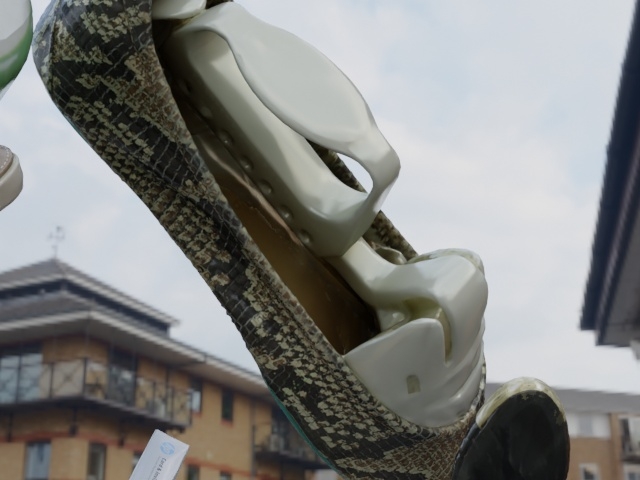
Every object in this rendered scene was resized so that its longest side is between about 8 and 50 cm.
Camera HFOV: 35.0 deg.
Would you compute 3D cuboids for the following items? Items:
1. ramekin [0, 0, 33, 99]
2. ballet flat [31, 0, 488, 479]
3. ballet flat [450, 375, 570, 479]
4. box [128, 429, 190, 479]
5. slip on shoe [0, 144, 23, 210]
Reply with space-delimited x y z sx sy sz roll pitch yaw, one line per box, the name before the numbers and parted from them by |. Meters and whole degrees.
ramekin | -0.290 -0.134 0.490 0.148 0.303 0.303 -40 -37 21
ballet flat | 0.000 0.000 0.689 0.182 0.164 0.483 -29 -77 44
ballet flat | 0.094 0.130 0.533 0.057 0.049 0.173 2 -49 1
box | -0.182 0.276 0.890 0.038 0.145 0.186 26 -54 -3
slip on shoe | -0.158 -0.017 0.306 0.135 0.041 0.051 -15 25 -28
